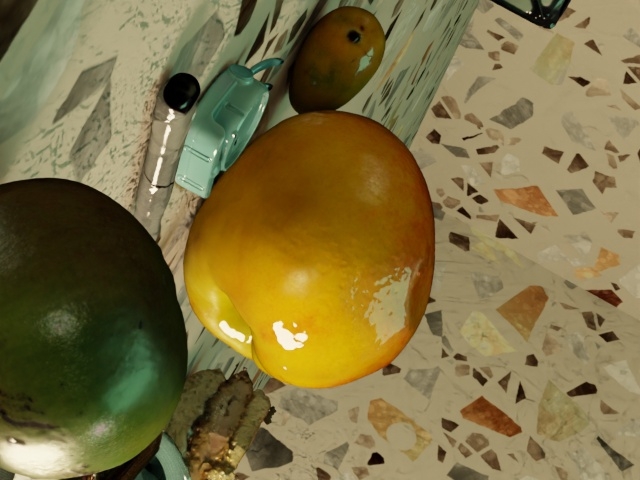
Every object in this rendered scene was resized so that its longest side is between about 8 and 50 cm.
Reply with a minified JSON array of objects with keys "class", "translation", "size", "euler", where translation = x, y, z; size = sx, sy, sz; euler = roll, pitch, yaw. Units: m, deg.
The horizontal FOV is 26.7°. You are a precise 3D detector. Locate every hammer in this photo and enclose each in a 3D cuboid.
[{"class":"hammer","translation":[-0.161,-0.002,1.230],"size":[0.152,0.044,0.427],"euler":[-55,171,-42]}]

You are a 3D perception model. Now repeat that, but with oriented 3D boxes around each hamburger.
[{"class":"hamburger","translation":[-0.203,0.347,2.124],"size":[0.245,0.155,0.282],"euler":[-59,180,23]}]

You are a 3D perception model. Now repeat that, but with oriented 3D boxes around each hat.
[{"class":"hat","translation":[-0.236,0.358,1.973],"size":[0.078,0.138,0.190],"euler":[3,121,-49]}]

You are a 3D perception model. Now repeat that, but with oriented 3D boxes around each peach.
[{"class":"peach","translation":[0.004,0.000,1.515],"size":[0.308,0.289,0.289],"euler":[-45,170,-20]}]

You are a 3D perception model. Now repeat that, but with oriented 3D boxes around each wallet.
[{"class":"wallet","translation":[-0.238,0.246,1.648],"size":[0.243,0.039,0.132],"euler":[-44,142,-72]}]

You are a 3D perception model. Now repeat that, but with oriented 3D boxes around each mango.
[{"class":"mango","translation":[0.014,-0.201,1.568],"size":[0.163,0.089,0.111],"euler":[-53,-179,33]}]

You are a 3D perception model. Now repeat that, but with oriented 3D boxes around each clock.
[{"class":"clock","translation":[-0.085,-0.119,1.281],"size":[0.147,0.045,0.108],"euler":[-58,176,-32]}]

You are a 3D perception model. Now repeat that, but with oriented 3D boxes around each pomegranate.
[{"class":"pomegranate","translation":[-0.181,0.062,0.781],"size":[0.210,0.180,0.180],"euler":[-29,164,-19]}]

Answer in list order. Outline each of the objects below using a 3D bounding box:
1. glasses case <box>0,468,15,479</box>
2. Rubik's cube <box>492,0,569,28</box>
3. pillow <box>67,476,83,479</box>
[{"class":"glasses case","translation":[-0.306,0.252,0.993],"size":[0.323,0.074,0.131],"euler":[-64,173,31]},{"class":"Rubik's cube","translation":[0.255,-0.444,1.698],"size":[0.246,0.250,0.248],"euler":[-63,172,24]},{"class":"pillow","translation":[-0.292,0.314,1.637],"size":[0.241,0.051,0.093],"euler":[-46,153,-68]}]
